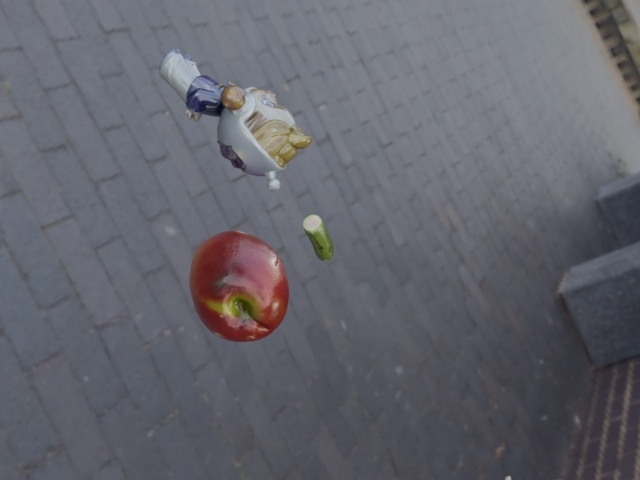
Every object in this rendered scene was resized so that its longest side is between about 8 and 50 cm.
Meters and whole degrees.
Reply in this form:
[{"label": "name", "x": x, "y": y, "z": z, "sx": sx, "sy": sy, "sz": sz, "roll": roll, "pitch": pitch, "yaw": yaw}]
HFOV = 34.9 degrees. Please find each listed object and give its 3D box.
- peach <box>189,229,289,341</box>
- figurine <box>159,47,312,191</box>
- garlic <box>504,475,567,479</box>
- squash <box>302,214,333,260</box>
[{"label": "peach", "x": -0.152, "y": 0.083, "z": 1.911, "sx": 0.196, "sy": 0.190, "sz": 0.226, "roll": 17, "pitch": 20, "yaw": -13}, {"label": "figurine", "x": -0.148, "y": -0.206, "z": 1.632, "sx": 0.274, "sy": 0.133, "sz": 0.194, "roll": 36, "pitch": 3, "yaw": -4}, {"label": "garlic", "x": 0.370, "y": 0.396, "z": 1.257, "sx": 0.286, "sy": 0.313, "sz": 0.250, "roll": 2, "pitch": 71, "yaw": -50}, {"label": "squash", "x": 0.000, "y": 0.000, "z": 1.329, "sx": 0.083, "sy": 0.027, "sz": 0.028, "roll": 64, "pitch": 16, "yaw": -54}]
